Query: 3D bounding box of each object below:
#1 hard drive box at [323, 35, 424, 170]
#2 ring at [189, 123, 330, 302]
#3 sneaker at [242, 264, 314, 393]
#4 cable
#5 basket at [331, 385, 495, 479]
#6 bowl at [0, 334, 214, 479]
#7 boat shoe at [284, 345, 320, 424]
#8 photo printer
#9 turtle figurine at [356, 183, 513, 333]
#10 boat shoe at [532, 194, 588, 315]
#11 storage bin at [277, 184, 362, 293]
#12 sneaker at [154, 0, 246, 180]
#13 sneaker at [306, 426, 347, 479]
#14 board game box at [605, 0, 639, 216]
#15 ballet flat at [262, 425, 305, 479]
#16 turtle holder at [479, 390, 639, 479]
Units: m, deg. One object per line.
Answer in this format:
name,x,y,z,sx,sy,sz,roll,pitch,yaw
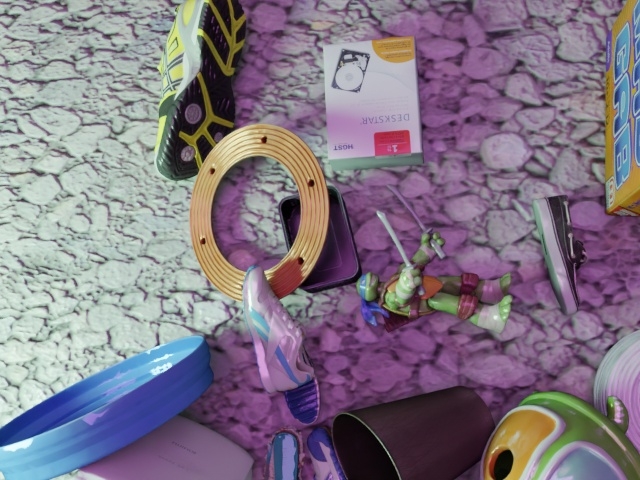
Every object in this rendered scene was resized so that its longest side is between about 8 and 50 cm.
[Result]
hard drive box,0.103,-0.261,1.354,0.181,0.089,0.232,-5,80,8
ring,-0.117,-0.049,1.313,0.336,0.032,0.337,-2,87,34
sneaker,-0.077,0.151,1.236,0.092,0.087,0.229,-14,96,8
cable,0.598,0.275,1.189,0.257,0.089,0.257,-38,77,1
basket,0.167,0.337,1.168,0.226,0.204,0.154,-13,121,-29
bowl,-0.360,0.280,1.187,0.391,0.391,0.077,-24,95,4
boat shoe,-0.035,0.248,1.297,0.066,0.066,0.183,-16,73,8
photo printer,-0.251,0.401,1.181,0.255,0.307,0.107,24,101,5
turtle figurine,0.206,0.045,1.233,0.266,0.198,0.275,14,86,7
boat shoe,0.442,0.023,1.261,0.070,0.078,0.220,-11,77,7
storage bin,0.000,0.000,1.327,0.122,0.084,0.180,-15,78,6
sneaker,-0.257,-0.306,1.411,0.147,0.145,0.385,11,84,42
sneaker,0.016,0.483,1.229,0.130,0.112,0.297,-23,75,9
board game box,0.687,-0.242,1.127,0.356,0.356,0.357,3,80,9
ballet flat,-0.066,0.456,1.260,0.091,0.077,0.241,10,79,10
turtle holder,0.378,0.408,1.099,0.227,0.243,0.321,-30,117,-31
